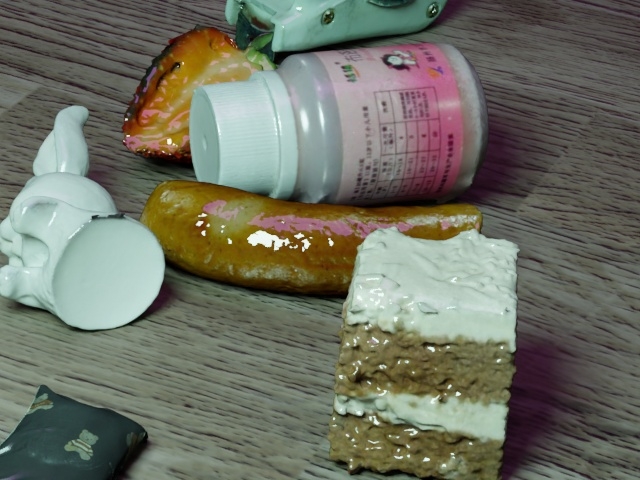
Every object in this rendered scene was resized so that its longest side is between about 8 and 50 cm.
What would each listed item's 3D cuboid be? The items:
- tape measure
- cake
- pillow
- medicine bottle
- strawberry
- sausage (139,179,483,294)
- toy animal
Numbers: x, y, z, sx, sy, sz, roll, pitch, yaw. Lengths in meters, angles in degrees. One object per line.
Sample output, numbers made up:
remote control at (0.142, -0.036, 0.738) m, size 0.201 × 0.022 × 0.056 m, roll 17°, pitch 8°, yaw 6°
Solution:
tape measure at (0.039, -0.311, 1.919) m, size 0.243 × 0.246 × 0.125 m, roll -15°, pitch 38°, yaw -40°
cake at (0.078, 0.080, 1.326) m, size 0.135 × 0.147 × 0.134 m, roll 8°, pitch 31°, yaw 2°
pillow at (-0.180, 0.153, 1.266) m, size 0.090 × 0.048 × 0.150 m, roll 9°, pitch 28°, yaw 13°
medicine bottle at (0.015, -0.097, 1.616) m, size 0.247 × 0.147 × 0.147 m, roll -6°, pitch 32°, yaw -19°
strawberry at (-0.105, -0.121, 1.708) m, size 0.140 × 0.085 × 0.192 m, roll 19°, pitch 52°, yaw -5°
sausage at (-0.001, 0.002, 1.521) m, size 0.302 × 0.076 × 0.103 m, roll 4°, pitch 23°, yaw -2°
toy animal at (-0.223, -0.023, 1.509) m, size 0.130 × 0.104 × 0.221 m, roll -11°, pitch 33°, yaw -22°
